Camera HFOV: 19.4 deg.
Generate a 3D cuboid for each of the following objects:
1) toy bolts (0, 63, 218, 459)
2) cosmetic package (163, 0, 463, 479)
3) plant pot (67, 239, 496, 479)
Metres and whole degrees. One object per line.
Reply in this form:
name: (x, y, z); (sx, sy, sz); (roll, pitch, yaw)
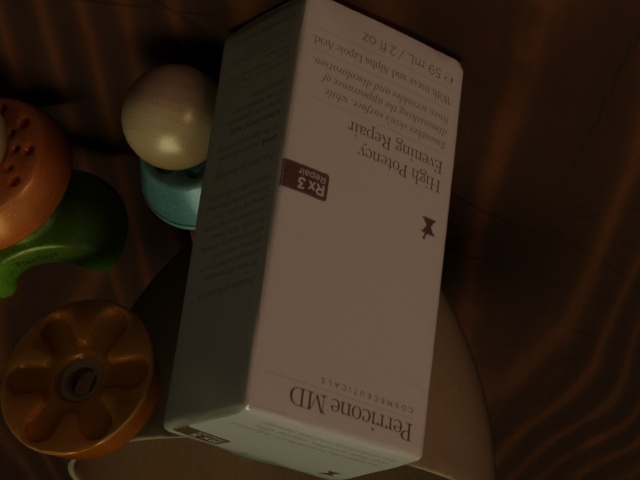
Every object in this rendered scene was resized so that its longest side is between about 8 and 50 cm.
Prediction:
toy bolts: (-0.128, -0.007, 1.089); (0.228, 0.218, 0.158); (-18, 147, 12)
cosmetic package: (0.000, 0.000, 0.991); (0.117, 0.231, 0.085); (20, 155, -32)
plant pot: (-0.016, 0.082, 1.265); (0.284, 0.191, 0.284); (6, 160, 2)
